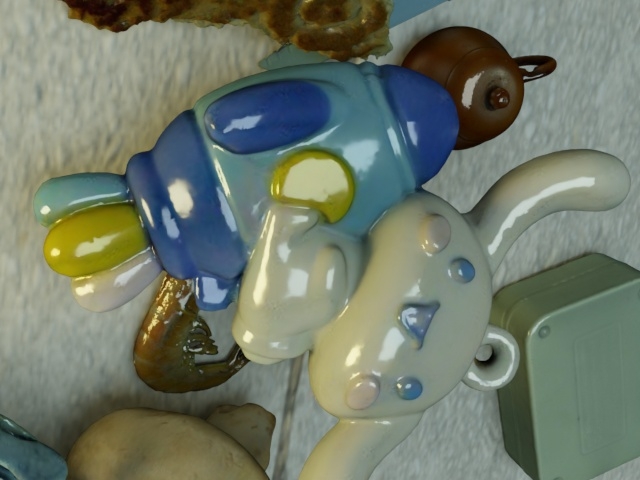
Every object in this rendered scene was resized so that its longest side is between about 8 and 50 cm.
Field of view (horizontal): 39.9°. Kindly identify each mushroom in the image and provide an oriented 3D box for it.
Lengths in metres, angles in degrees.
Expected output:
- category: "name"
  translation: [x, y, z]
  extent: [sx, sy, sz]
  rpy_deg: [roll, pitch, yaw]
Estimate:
- category: "mushroom"
  translation: [-0.109, 0.215, 0.748]
  extent: [0.204, 0.204, 0.204]
  rpy_deg: [-8, 110, -23]

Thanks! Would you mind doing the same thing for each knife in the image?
- category: "knife"
  translation: [0.091, -0.206, 0.723]
  extent: [0.312, 0.019, 0.044]
  rpy_deg: [-25, 140, 9]

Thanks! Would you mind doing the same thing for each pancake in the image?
- category: "pancake"
  translation: [-0.041, -0.205, 0.662]
  extent: [0.266, 0.057, 0.244]
  rpy_deg: [-25, 142, 26]

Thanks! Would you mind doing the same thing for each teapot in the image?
- category: "teapot"
  translation: [0.135, -0.133, 0.777]
  extent: [0.173, 0.116, 0.116]
  rpy_deg: [-23, 115, -18]

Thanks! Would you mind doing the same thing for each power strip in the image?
- category: "power strip"
  translation: [0.329, 0.136, 0.947]
  extent: [0.261, 0.141, 0.230]
  rpy_deg: [-19, 115, -16]

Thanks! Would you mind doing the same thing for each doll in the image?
- category: "doll"
  translation: [0.003, -0.002, 0.650]
  extent: [0.365, 0.187, 0.376]
  rpy_deg: [38, 64, -6]

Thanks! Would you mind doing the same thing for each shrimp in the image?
- category: "shrimp"
  translation: [-0.091, 0.061, 0.777]
  extent: [0.124, 0.034, 0.178]
  rpy_deg: [16, 101, -32]

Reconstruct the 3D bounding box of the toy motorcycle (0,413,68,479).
- category: "toy motorcycle"
  translation: [-0.289, 0.203, 0.643]
  extent: [0.260, 0.154, 0.206]
  rpy_deg: [28, 115, -10]
